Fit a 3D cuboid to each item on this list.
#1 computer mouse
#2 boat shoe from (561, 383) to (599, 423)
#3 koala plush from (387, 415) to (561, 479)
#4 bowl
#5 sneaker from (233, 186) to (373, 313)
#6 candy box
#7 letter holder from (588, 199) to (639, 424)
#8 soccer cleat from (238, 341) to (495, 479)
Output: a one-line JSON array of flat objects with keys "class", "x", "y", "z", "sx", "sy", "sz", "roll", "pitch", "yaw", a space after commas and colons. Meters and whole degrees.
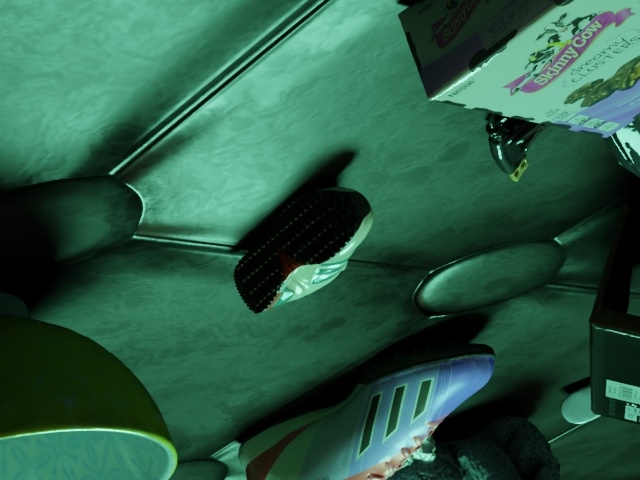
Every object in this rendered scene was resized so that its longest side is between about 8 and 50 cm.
[{"class": "computer mouse", "x": 0.237, "y": -0.070, "z": 1.457, "sx": 0.184, "sy": 0.060, "sz": 0.262, "roll": -24, "pitch": 156, "yaw": 15}, {"class": "boat shoe", "x": 0.336, "y": 0.165, "z": 2.094, "sx": 0.142, "sy": 0.049, "sz": 0.040, "roll": -21, "pitch": 176, "yaw": 14}, {"class": "koala plush", "x": 0.137, "y": 0.277, "z": 2.089, "sx": 0.221, "sy": 0.203, "sz": 0.196, "roll": 11, "pitch": 142, "yaw": -10}, {"class": "bowl", "x": -0.267, "y": 0.133, "z": 1.450, "sx": 0.289, "sy": 0.156, "sz": 0.289, "roll": -15, "pitch": 157, "yaw": -6}, {"class": "sneaker", "x": 0.000, "y": 0.000, "z": 1.480, "sx": 0.075, "sy": 0.057, "sz": 0.161, "roll": -18, "pitch": 163, "yaw": -44}, {"class": "candy box", "x": 0.178, "y": -0.146, "z": 1.227, "sx": 0.196, "sy": 0.070, "sz": 0.165, "roll": 7, "pitch": 148, "yaw": -45}, {"class": "letter holder", "x": 0.341, "y": 0.037, "z": 1.699, "sx": 0.152, "sy": 0.214, "sz": 0.302, "roll": 13, "pitch": 163, "yaw": 13}, {"class": "soccer cleat", "x": 0.055, "y": 0.200, "z": 1.876, "sx": 0.318, "sy": 0.116, "sz": 0.108, "roll": -30, "pitch": 154, "yaw": 30}]
